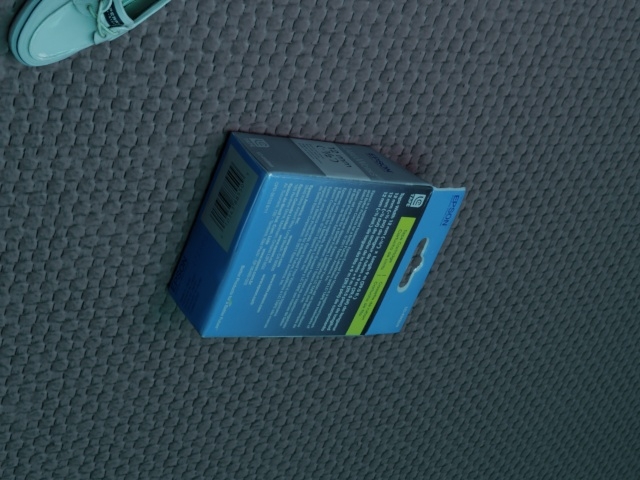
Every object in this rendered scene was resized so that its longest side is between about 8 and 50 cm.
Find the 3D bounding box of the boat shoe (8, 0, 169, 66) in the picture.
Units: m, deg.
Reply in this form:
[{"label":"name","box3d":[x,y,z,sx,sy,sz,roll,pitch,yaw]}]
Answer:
[{"label":"boat shoe","box3d":[-0.227,-0.255,1.313,0.226,0.076,0.083,-39,137,-4]}]

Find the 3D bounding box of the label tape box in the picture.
[{"label":"label tape box","box3d":[0.000,0.000,1.662,0.347,0.115,0.249,2,122,-40]}]
